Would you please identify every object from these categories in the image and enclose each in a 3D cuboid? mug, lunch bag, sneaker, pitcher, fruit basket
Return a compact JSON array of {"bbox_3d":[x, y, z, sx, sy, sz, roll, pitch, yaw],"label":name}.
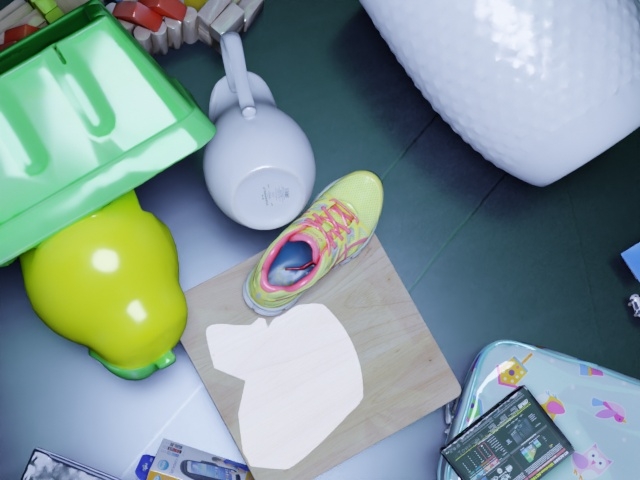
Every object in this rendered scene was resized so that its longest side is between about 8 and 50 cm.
[{"bbox_3d":[0.267,-0.263,1.534,0.374,0.276,0.328,-33,90,-40],"label":"mug"},{"bbox_3d":[0.277,0.248,1.504,0.279,0.108,0.224,18,85,1],"label":"lunch bag"},{"bbox_3d":[0.000,0.000,1.441,0.081,0.094,0.208,40,78,5],"label":"sneaker"},{"bbox_3d":[-0.080,-0.125,1.461,0.125,0.177,0.207,-14,37,-3],"label":"pitcher"},{"bbox_3d":[-0.274,-0.032,1.433,0.392,0.283,0.392,-4,108,-13],"label":"fruit basket"}]

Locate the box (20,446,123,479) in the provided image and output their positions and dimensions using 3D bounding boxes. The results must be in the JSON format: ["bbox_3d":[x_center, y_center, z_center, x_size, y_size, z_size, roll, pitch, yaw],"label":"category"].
[{"bbox_3d":[-0.252,0.305,1.401,0.153,0.207,0.108,22,78,-2],"label":"box"}]

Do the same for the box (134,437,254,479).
[{"bbox_3d":[-0.142,0.270,1.480,0.136,0.081,0.028,20,108,-2],"label":"box"}]

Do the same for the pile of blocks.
[{"bbox_3d":[-0.248,-0.280,1.552,0.362,0.112,0.149,-14,82,-7],"label":"pile of blocks"}]

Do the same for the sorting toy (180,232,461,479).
[{"bbox_3d":[-0.012,0.132,1.511,0.257,0.089,0.255,-28,84,-9],"label":"sorting toy"}]

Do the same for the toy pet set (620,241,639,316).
[{"bbox_3d":[0.430,0.044,1.574,0.122,0.065,0.114,-31,84,-9],"label":"toy pet set"}]

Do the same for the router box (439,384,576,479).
[{"bbox_3d":[0.207,0.233,1.430,0.122,0.038,0.092,-37,86,-3],"label":"router box"}]
